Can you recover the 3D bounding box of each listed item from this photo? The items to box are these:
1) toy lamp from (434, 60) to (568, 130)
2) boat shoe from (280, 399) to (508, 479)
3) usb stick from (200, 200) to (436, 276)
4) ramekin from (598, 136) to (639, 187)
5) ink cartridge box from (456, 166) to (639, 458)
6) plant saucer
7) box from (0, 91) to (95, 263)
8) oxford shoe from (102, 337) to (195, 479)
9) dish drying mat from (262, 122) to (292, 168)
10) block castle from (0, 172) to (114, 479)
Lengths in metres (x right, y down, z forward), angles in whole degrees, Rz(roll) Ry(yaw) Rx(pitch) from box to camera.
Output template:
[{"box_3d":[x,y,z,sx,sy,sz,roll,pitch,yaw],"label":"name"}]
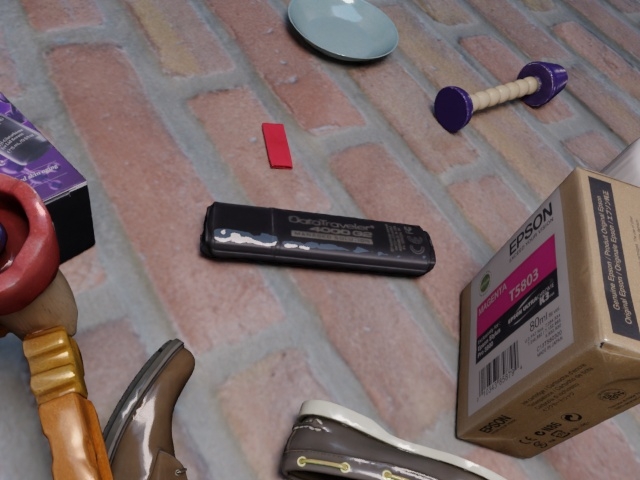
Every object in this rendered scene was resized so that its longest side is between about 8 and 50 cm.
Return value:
[{"box_3d":[0.312,-0.246,0.915,0.275,0.080,0.080,-23,63,-27],"label":"toy lamp"},{"box_3d":[0.077,0.219,0.485,0.228,0.081,0.068,21,53,8],"label":"boat shoe"},{"box_3d":[0.000,0.000,0.647,0.278,0.045,0.077,6,46,-13],"label":"usb stick"},{"box_3d":[0.519,-0.031,0.776,0.277,0.135,0.277,9,51,-11],"label":"ramekin"},{"box_3d":[0.224,0.079,0.533,0.088,0.234,0.193,18,50,-5],"label":"ink cartridge box"},{"box_3d":[0.036,-0.358,0.935,0.195,0.037,0.194,9,52,-12],"label":"plant saucer"},{"box_3d":[-0.349,-0.054,0.536,0.207,0.108,0.153,42,54,14],"label":"box"},{"box_3d":[-0.138,0.191,0.438,0.096,0.083,0.227,19,63,-6],"label":"oxford shoe"},{"box_3d":[-0.059,-0.130,0.750,0.032,0.008,0.083,-1,53,-19],"label":"dish drying mat"},{"box_3d":[-0.327,0.164,0.253,0.454,0.213,0.303,-19,67,-17],"label":"block castle"}]
